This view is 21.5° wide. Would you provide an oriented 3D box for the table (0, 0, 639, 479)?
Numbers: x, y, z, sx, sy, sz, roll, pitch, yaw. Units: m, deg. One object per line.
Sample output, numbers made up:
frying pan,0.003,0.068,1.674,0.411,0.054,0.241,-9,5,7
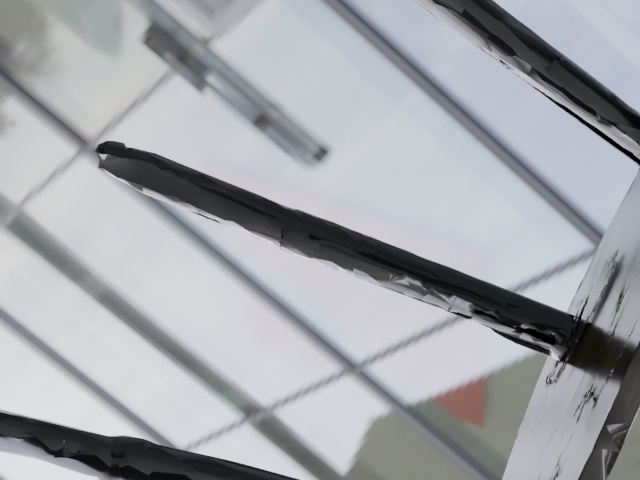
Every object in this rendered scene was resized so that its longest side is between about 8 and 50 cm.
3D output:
table,0.000,0.000,0.688,0.317,0.249,0.317,23,90,-86
